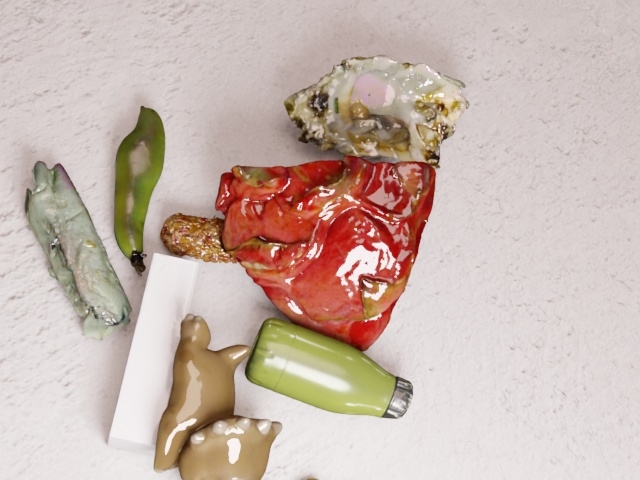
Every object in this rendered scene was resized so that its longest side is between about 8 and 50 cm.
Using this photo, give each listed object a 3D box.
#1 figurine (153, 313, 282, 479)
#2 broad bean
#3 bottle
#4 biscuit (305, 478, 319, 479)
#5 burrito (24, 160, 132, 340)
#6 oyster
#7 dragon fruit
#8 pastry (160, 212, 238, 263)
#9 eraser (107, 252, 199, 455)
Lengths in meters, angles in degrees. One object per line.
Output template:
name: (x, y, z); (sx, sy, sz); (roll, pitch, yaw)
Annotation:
figurine: (-0.139, 0.262, 1.517); (0.172, 0.177, 0.247); (7, 60, 7)
broad bean: (-0.302, -0.080, 1.694); (0.075, 0.067, 0.325); (-6, 67, 15)
bottle: (0.017, 0.212, 1.618); (0.260, 0.112, 0.112); (21, 63, -5)
biscuit: (-0.048, 0.458, 1.534); (0.288, 0.044, 0.202); (-8, 69, -16)
burrito: (-0.390, 0.012, 1.624); (0.096, 0.066, 0.309); (-20, 74, -27)
oyster: (0.096, -0.237, 1.857); (0.354, 0.107, 0.201); (7, 85, -25)
dragon fruit: (0.005, -0.002, 1.615); (0.329, 0.228, 0.286); (22, 65, -24)
pastry: (-0.177, -0.006, 1.690); (0.169, 0.063, 0.087); (5, 62, -14)
eraser: (-0.256, 0.172, 1.581); (0.076, 0.078, 0.298); (13, 64, -9)
